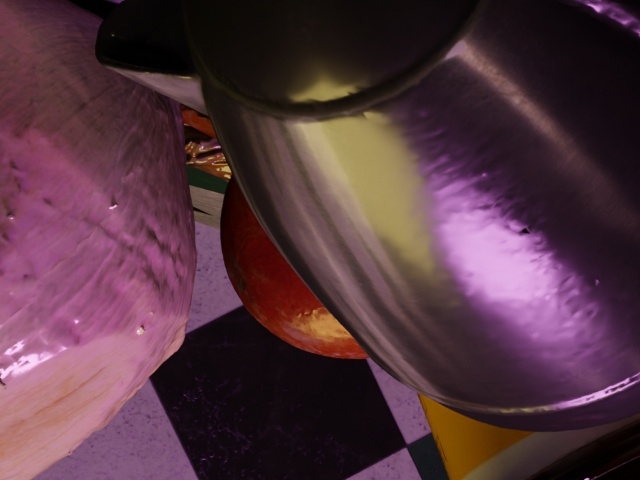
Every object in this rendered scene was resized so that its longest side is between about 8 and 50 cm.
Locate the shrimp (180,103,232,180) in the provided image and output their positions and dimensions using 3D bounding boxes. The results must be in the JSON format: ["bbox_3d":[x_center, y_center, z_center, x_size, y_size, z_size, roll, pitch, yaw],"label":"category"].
[{"bbox_3d":[-0.075,-0.087,1.653,0.287,0.063,0.152,16,174,-6],"label":"shrimp"}]

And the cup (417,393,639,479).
[{"bbox_3d":[0.129,0.054,1.127,0.196,0.280,0.196,-23,164,-7],"label":"cup"}]

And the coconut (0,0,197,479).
[{"bbox_3d":[-0.254,-0.028,1.374,0.404,0.404,0.404,18,175,2],"label":"coconut"}]

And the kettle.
[{"bbox_3d":[0.064,-0.055,0.697,0.251,0.207,0.271,23,171,35],"label":"kettle"}]

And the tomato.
[{"bbox_3d":[0.000,0.000,1.428,0.139,0.200,0.233,-21,180,-16],"label":"tomato"}]
